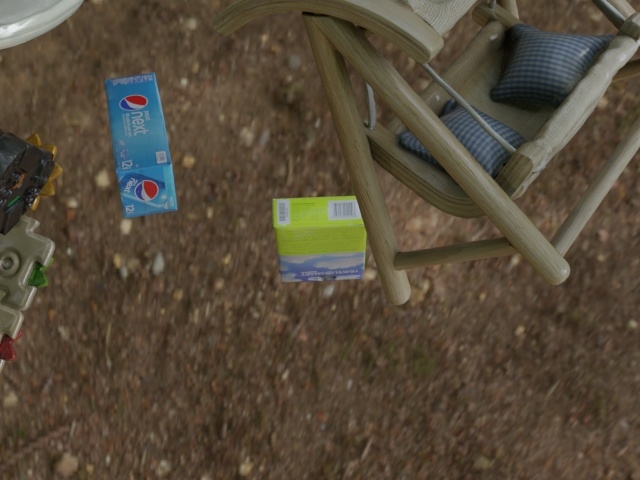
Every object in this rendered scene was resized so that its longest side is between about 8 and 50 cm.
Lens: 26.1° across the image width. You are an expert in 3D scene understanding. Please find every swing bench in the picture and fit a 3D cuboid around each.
[{"bbox_3d":[0.104,-0.133,0.966,0.253,0.165,0.255,-49,116,-39],"label":"swing bench"}]

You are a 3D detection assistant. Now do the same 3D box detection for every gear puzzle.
[{"bbox_3d":[-0.364,0.043,1.421,0.175,0.044,0.339,19,80,17],"label":"gear puzzle"}]

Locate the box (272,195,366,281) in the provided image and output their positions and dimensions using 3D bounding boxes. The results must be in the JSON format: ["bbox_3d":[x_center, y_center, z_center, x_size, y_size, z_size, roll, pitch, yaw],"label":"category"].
[{"bbox_3d":[0.000,0.000,1.644,0.109,0.178,0.042,-2,69,0],"label":"box"}]

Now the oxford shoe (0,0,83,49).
[{"bbox_3d":[-0.333,-0.370,1.677,0.169,0.130,0.449,15,43,20],"label":"oxford shoe"}]

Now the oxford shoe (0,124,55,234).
[{"bbox_3d":[-0.279,-0.065,1.145,0.096,0.227,0.083,33,77,1],"label":"oxford shoe"}]

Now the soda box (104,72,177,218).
[{"bbox_3d":[-0.221,-0.120,1.690,0.067,0.071,0.210,-9,39,-6],"label":"soda box"}]
